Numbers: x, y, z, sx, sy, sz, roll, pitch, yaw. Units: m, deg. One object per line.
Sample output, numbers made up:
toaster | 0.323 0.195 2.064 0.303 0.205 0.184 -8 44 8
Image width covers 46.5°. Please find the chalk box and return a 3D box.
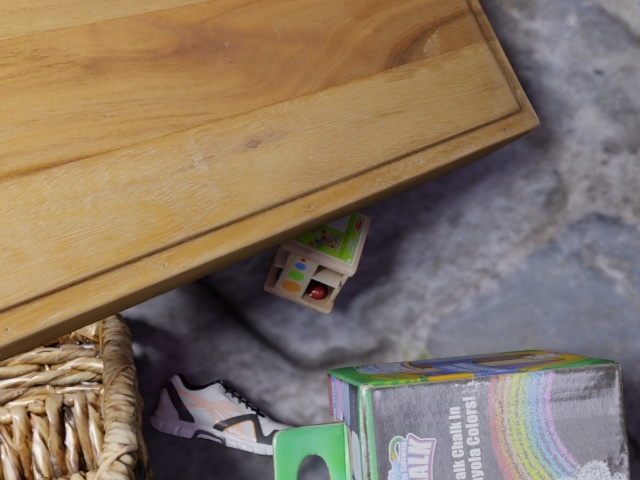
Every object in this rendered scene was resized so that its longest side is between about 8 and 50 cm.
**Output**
chalk box | 0.075 0.148 0.494 0.213 0.132 0.132 -3 85 -7

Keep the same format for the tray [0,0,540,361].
tray | -0.057 -0.095 0.454 0.411 0.076 0.202 -24 87 -33

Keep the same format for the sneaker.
sneaker | -0.062 0.122 0.522 0.109 0.040 0.043 15 80 -6

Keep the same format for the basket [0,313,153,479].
basket | -0.243 0.168 0.403 0.299 0.213 0.222 -9 86 -9

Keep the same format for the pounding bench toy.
pounding bench toy | 0.000 0.000 0.537 0.052 0.065 0.083 22 51 -4
